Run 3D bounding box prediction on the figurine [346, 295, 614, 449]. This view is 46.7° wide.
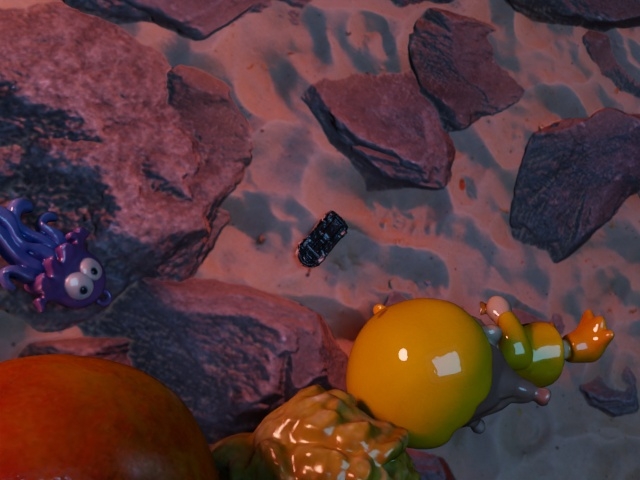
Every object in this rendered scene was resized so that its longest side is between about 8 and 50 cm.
[{"bbox_3d":[0.201,0.156,0.960,0.343,0.215,0.187,-6,57,-23],"label":"figurine"}]

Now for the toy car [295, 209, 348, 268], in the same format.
[{"bbox_3d":[0.000,0.000,1.004,0.041,0.025,0.093,46,64,-9],"label":"toy car"}]

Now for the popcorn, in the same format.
[{"bbox_3d":[-0.017,0.290,0.844,0.266,0.192,0.233,2,98,20],"label":"popcorn"}]

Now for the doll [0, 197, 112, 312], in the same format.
[{"bbox_3d":[-0.321,0.015,0.836,0.206,0.067,0.110,38,58,-25],"label":"doll"}]

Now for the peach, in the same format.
[{"bbox_3d":[-0.244,0.265,0.714,0.332,0.308,0.308,28,71,-22],"label":"peach"}]
